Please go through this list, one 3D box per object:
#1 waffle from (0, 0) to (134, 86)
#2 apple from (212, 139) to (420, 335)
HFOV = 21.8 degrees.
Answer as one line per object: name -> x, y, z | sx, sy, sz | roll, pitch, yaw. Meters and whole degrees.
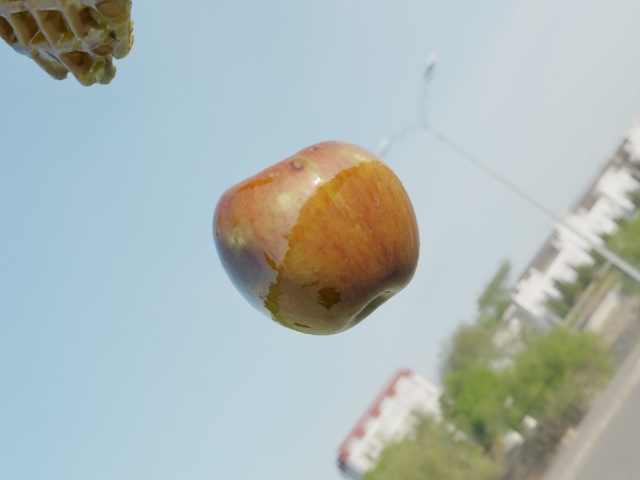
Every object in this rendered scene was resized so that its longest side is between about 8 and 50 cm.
waffle -> -0.303, -0.302, 1.672 | 0.068, 0.302, 0.325 | -41, -15, -34
apple -> 0.000, 0.000, 1.627 | 0.196, 0.196, 0.196 | -52, -9, -12
